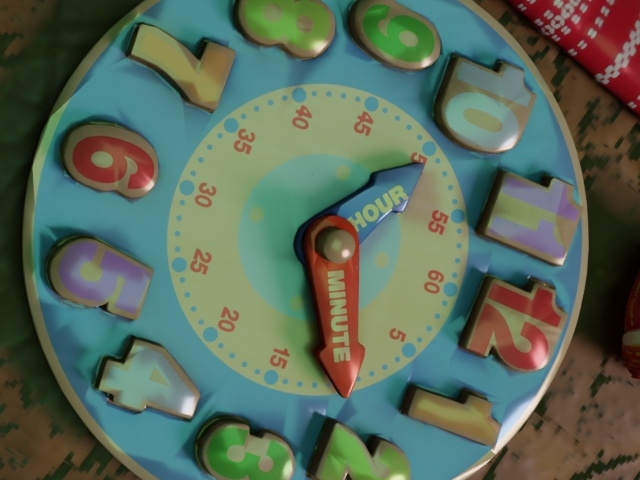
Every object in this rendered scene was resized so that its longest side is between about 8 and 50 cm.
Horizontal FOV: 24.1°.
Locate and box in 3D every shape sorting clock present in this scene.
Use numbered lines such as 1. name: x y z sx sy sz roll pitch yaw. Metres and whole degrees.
1. shape sorting clock: 0.000 0.000 0.527 0.206 0.040 0.206 -1 93 -19

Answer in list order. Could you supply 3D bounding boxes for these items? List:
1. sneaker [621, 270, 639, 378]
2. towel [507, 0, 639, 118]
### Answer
1. sneaker: 0.200 0.045 0.587 0.175 0.064 0.067 23 76 -21
2. towel: 0.147 -0.153 0.573 0.275 0.031 0.199 37 82 -17
